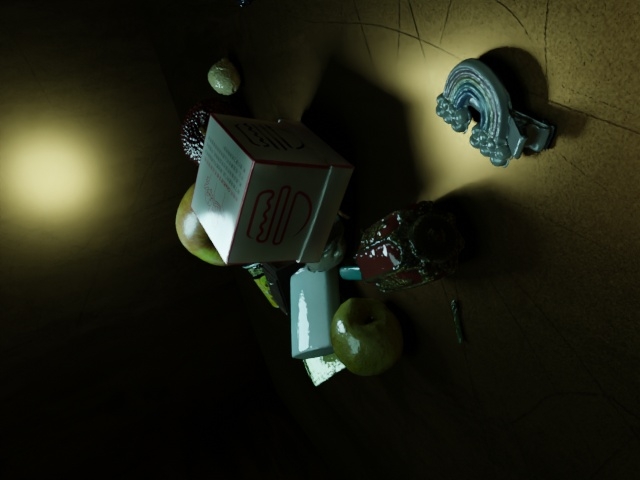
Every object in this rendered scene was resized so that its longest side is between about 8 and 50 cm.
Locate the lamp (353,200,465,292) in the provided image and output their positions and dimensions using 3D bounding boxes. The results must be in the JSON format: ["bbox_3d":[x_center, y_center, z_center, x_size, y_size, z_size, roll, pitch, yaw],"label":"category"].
[{"bbox_3d":[0.178,0.019,1.025,0.177,0.176,0.274,64,160,6],"label":"lamp"}]

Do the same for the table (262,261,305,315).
[{"bbox_3d":[-0.120,0.148,1.919,0.169,0.172,0.193,32,142,58],"label":"table"}]

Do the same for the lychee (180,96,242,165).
[{"bbox_3d":[-0.406,-0.411,1.916,0.304,0.275,0.276,-24,-90,-84],"label":"lychee"}]

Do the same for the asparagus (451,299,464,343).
[{"bbox_3d":[0.305,0.180,1.094,0.015,0.014,0.115,22,132,62],"label":"asparagus"}]

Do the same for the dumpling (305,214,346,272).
[{"bbox_3d":[0.000,0.000,1.525,0.247,0.142,0.173,-41,45,50],"label":"dumpling"}]

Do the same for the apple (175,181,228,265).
[{"bbox_3d":[-0.404,-0.094,2.071,0.334,0.399,0.401,-103,1,-61],"label":"apple"}]

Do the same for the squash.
[{"bbox_3d":[0.019,0.288,1.671,0.233,0.210,0.309,-41,75,33],"label":"squash"}]

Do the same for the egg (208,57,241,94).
[{"bbox_3d":[-0.348,-0.593,1.783,0.140,0.118,0.116,42,-166,31],"label":"egg"}]

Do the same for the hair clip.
[{"bbox_3d":[0.256,-0.203,0.757,0.220,0.054,0.140,56,165,37],"label":"hair clip"}]

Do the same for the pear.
[{"bbox_3d":[0.132,0.281,1.394,0.228,0.188,0.212,44,148,42],"label":"pear"}]

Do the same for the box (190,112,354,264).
[{"bbox_3d":[-0.146,-0.142,1.342,0.314,0.299,0.313,48,128,42],"label":"box"}]

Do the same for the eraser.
[{"bbox_3d":[-0.017,0.228,1.612,0.189,0.104,0.290,-23,57,35],"label":"eraser"}]

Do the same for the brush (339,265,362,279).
[{"bbox_3d":[0.120,0.094,1.466,0.193,0.032,0.043,-7,101,57],"label":"brush"}]

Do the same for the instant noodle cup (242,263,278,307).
[{"bbox_3d":[-0.193,0.150,2.102,0.236,0.215,0.215,63,162,-15],"label":"instant noodle cup"}]

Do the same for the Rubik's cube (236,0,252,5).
[{"bbox_3d":[-0.071,-0.607,0.750,0.307,0.310,0.305,55,158,23],"label":"Rubik's cube"}]
